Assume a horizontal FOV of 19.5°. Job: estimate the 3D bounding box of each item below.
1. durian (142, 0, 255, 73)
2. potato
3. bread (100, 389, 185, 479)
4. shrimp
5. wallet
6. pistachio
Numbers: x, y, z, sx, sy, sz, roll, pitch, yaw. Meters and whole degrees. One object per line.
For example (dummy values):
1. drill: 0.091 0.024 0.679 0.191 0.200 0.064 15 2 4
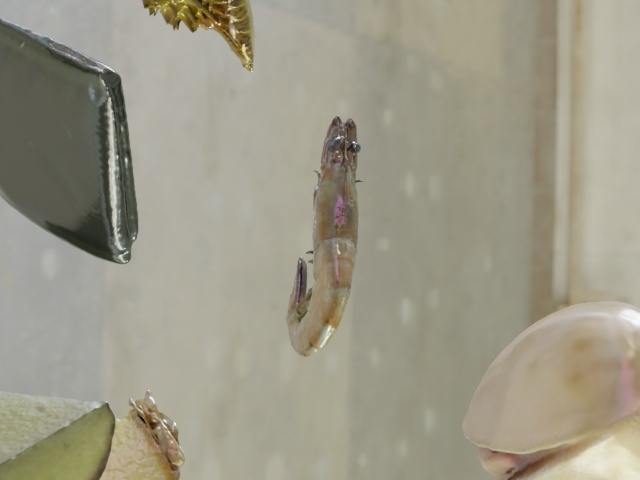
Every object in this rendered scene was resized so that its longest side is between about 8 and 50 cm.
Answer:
1. durian: -0.108 -0.259 1.799 0.140 0.078 0.224 -44 112 -28
2. potato: -0.371 0.219 1.877 0.269 0.255 0.112 -26 122 -26
3. bread: -0.236 0.290 2.356 0.127 0.147 0.152 60 -7 29
4. shrimp: 0.000 0.000 2.266 0.058 0.169 0.296 15 67 -22
5. wallet: -0.234 -0.094 1.641 0.052 0.168 0.245 -49 156 -33
6. pistachio: 0.263 0.176 1.816 0.230 0.309 0.230 7 73 -25
